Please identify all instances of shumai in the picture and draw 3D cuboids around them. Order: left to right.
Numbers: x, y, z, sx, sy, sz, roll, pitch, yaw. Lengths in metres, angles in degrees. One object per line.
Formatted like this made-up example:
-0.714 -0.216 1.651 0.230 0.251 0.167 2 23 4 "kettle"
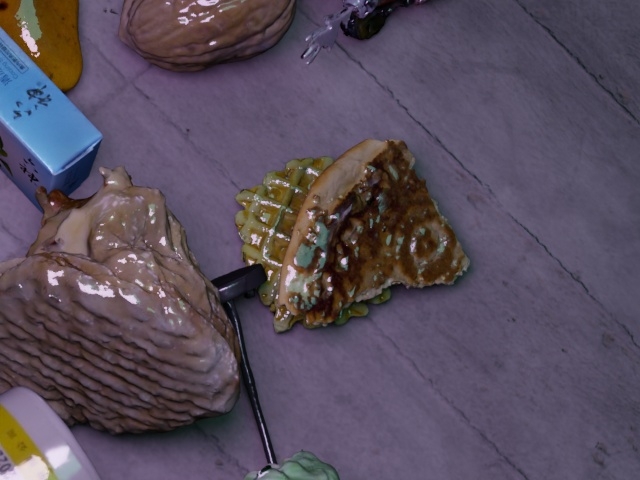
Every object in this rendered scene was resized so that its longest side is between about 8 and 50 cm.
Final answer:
-0.215 0.056 1.522 0.314 0.267 0.262 19 47 -1 "shumai"

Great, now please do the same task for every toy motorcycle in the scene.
0.082 -0.362 1.758 0.134 0.207 0.401 36 67 29 "toy motorcycle"

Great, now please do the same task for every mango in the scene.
-0.348 -0.263 1.654 0.115 0.090 0.178 -2 81 -25 "mango"

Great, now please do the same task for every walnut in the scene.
-0.139 -0.290 1.676 0.230 0.178 0.178 -21 79 -3 "walnut"

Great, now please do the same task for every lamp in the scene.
-0.093 0.210 1.576 0.109 0.130 0.371 -1 81 -37 "lamp"

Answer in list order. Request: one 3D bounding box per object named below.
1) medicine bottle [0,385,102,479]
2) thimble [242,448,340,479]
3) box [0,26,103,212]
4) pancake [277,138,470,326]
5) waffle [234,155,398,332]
-0.392 0.318 1.380 0.340 0.208 0.208 -33 84 -24 "medicine bottle"
-0.064 0.320 1.431 0.219 0.219 0.150 -22 82 -22 "thimble"
-0.363 -0.156 1.580 0.083 0.142 0.232 -42 88 -24 "box"
0.073 0.009 1.675 0.244 0.057 0.266 28 72 -27 "pancake"
0.000 0.000 1.689 0.208 0.054 0.214 -17 84 -25 "waffle"
